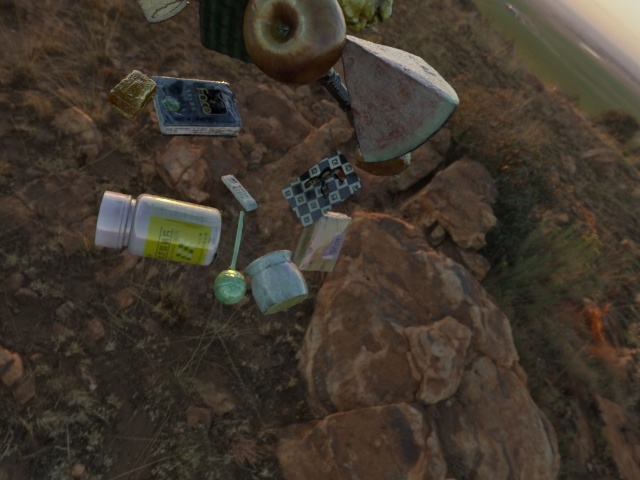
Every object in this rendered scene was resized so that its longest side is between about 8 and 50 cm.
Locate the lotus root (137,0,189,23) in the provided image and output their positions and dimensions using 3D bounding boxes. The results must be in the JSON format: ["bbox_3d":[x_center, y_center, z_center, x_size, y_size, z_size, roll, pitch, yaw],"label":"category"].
[{"bbox_3d":[-0.482,-0.733,1.243,0.159,0.135,0.095,58,8,0],"label":"lotus root"}]

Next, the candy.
[{"bbox_3d":[-0.336,0.049,1.610,0.119,0.119,0.439,18,49,-22],"label":"candy"}]

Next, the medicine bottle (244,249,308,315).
[{"bbox_3d":[-0.121,0.114,1.126,0.147,0.147,0.143,-9,68,-41],"label":"medicine bottle"}]

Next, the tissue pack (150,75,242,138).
[{"bbox_3d":[-0.370,-0.396,1.220,0.236,0.073,0.173,-8,72,-33],"label":"tissue pack"}]

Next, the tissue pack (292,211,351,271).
[{"bbox_3d":[0.000,0.000,1.721,0.215,0.256,0.123,6,20,-44],"label":"tissue pack"}]

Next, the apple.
[{"bbox_3d":[-0.052,-0.430,0.844,0.211,0.211,0.188,36,23,-3],"label":"apple"}]

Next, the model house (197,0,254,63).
[{"bbox_3d":[-0.183,-0.685,0.917,0.395,0.445,0.400,39,57,12],"label":"model house"}]

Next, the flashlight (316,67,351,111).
[{"bbox_3d":[0.055,-0.574,1.519,0.232,0.093,0.093,32,34,-46],"label":"flashlight"}]

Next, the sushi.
[{"bbox_3d":[0.009,-0.198,1.555,0.192,0.279,0.043,57,13,16],"label":"sushi"}]

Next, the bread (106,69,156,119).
[{"bbox_3d":[-0.424,-0.330,0.922,0.074,0.053,0.132,31,41,-23],"label":"bread"}]

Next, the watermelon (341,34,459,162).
[{"bbox_3d":[0.198,-0.375,0.980,0.292,0.251,0.283,55,37,-56],"label":"watermelon"}]

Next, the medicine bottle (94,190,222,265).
[{"bbox_3d":[-0.543,-0.041,1.400,0.379,0.213,0.213,11,47,-23],"label":"medicine bottle"}]

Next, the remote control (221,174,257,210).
[{"bbox_3d":[-0.301,-0.175,1.511,0.162,0.029,0.061,49,30,10],"label":"remote control"}]

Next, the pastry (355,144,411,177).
[{"bbox_3d":[0.244,-0.322,1.581,0.219,0.229,0.100,14,78,-17],"label":"pastry"}]

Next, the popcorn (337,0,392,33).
[{"bbox_3d":[0.129,-0.932,1.588,0.250,0.234,0.242,-12,17,-22],"label":"popcorn"}]
